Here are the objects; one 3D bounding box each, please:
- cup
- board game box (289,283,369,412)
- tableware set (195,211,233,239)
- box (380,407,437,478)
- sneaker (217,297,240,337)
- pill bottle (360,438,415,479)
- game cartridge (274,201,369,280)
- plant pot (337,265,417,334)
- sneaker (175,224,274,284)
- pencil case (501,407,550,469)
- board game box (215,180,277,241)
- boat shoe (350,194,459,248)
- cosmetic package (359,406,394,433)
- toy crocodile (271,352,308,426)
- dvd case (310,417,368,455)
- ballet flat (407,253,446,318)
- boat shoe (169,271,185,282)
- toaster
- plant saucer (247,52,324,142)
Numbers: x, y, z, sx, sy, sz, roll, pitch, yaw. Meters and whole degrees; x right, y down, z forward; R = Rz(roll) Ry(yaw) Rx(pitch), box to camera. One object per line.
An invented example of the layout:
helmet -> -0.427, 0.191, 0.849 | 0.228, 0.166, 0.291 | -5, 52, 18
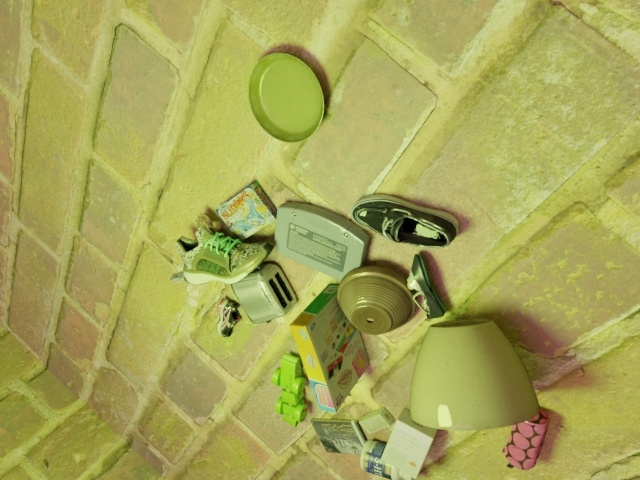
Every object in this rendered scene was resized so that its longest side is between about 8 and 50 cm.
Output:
cup -> 0.390, 0.336, 1.388 | 0.331, 0.331, 0.236 | -10, 84, 36
board game box -> 0.038, 0.329, 1.618 | 0.064, 0.242, 0.316 | -3, 115, 35
tableware set -> -0.366, -0.027, 1.787 | 0.169, 0.020, 0.141 | 40, 147, 4
box -> 0.296, 0.671, 1.728 | 0.130, 0.091, 0.170 | 24, 109, 18
sneaker -> -0.340, 0.301, 1.956 | 0.077, 0.072, 0.178 | 14, 130, 12
pill bottle -> 0.246, 0.783, 1.842 | 0.187, 0.112, 0.111 | 5, 119, 30
game cartridge -> 0.000, 0.000, 1.572 | 0.298, 0.062, 0.197 | 23, 123, 19
plant pot -> 0.156, 0.198, 1.517 | 0.238, 0.109, 0.237 | 10, 130, 12
sneaker -> -0.336, 0.035, 1.697 | 0.411, 0.158, 0.182 | -11, 120, 35
pencil case -> 0.594, 0.570, 1.513 | 0.098, 0.095, 0.209 | 27, 128, 36
board game box -> -0.236, -0.090, 1.678 | 0.201, 0.035, 0.136 | -29, 99, 41
boat shoe -> 0.208, -0.041, 1.381 | 0.302, 0.102, 0.108 | 17, 125, 23
cosmetic package -> 0.197, 0.632, 1.829 | 0.060, 0.041, 0.115 | 50, 131, -3
toy crocodile -> -0.104, 0.564, 1.950 | 0.115, 0.105, 0.340 | 11, 118, 27
dvd case -> 0.080, 0.750, 1.988 | 0.221, 0.018, 0.164 | -13, 109, 37
ballet flat -> 0.284, 0.135, 1.454 | 0.074, 0.074, 0.203 | -14, 110, 37
boat shoe -> -0.540, 0.148, 2.016 | 0.100, 0.035, 0.035 | -16, 135, 34
toaster -> -0.185, 0.183, 1.747 | 0.147, 0.129, 0.226 | -18, 105, 36
plant saucer -> -0.089, -0.384, 1.409 | 0.241, 0.037, 0.240 | 16, 125, 25
